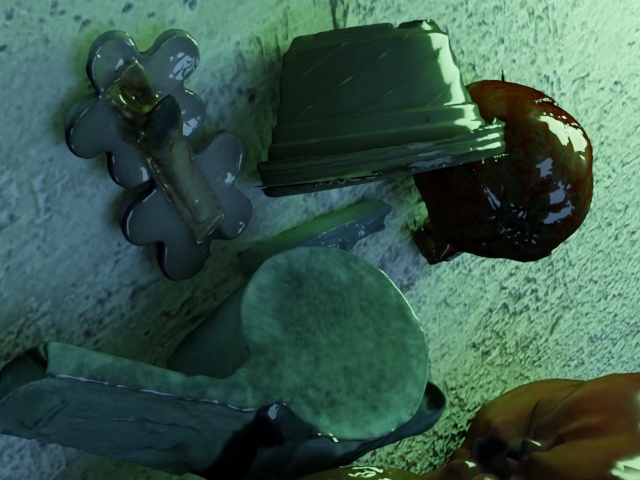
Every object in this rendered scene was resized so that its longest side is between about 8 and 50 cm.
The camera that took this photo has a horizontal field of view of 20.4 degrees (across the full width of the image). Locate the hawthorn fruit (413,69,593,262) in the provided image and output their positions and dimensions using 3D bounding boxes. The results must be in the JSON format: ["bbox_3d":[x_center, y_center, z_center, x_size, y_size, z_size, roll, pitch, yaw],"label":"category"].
[{"bbox_3d":[0.186,-0.086,1.782,0.235,0.181,0.181,-82,161,-48],"label":"hawthorn fruit"}]

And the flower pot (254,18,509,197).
[{"bbox_3d":[0.047,-0.121,1.591,0.235,0.235,0.140,-13,97,-45],"label":"flower pot"}]

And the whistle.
[{"bbox_3d":[-0.078,0.139,1.543,0.405,0.188,0.168,-17,164,-37],"label":"whistle"}]

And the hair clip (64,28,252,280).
[{"bbox_3d":[-0.128,-0.074,1.510,0.146,0.075,0.257,-51,146,-22],"label":"hair clip"}]

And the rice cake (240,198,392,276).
[{"bbox_3d":[0.000,0.000,1.712,0.180,0.042,0.030,-24,128,-39],"label":"rice cake"}]

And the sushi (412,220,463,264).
[{"bbox_3d":[0.139,-0.012,1.856,0.120,0.052,0.055,-29,111,-33],"label":"sushi"}]

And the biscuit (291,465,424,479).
[{"bbox_3d":[-0.080,0.287,1.595,0.367,0.063,0.314,-30,153,23],"label":"biscuit"}]

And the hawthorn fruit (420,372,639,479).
[{"bbox_3d":[0.306,0.377,1.943,0.472,0.472,0.471,-25,127,-39],"label":"hawthorn fruit"}]
